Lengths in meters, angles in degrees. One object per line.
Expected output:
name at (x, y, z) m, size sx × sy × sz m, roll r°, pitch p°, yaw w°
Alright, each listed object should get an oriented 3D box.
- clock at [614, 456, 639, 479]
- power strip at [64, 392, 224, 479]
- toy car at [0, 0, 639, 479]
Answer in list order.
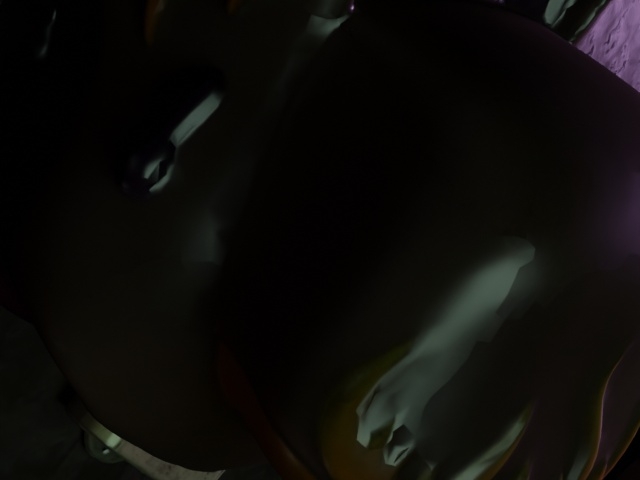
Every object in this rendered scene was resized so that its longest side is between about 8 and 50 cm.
clock at (0.281, 0.232, 1.103) m, size 0.284 × 0.309 × 0.114 m, roll -50°, pitch 143°, yaw -3°
power strip at (0.000, 0.000, 0.823) m, size 0.268 × 0.034 × 0.092 m, roll -49°, pitch 144°, yaw -5°
toy car at (0.026, -0.072, 0.611) m, size 0.271 × 0.240 × 0.340 m, roll 2°, pitch 118°, yaw -49°
